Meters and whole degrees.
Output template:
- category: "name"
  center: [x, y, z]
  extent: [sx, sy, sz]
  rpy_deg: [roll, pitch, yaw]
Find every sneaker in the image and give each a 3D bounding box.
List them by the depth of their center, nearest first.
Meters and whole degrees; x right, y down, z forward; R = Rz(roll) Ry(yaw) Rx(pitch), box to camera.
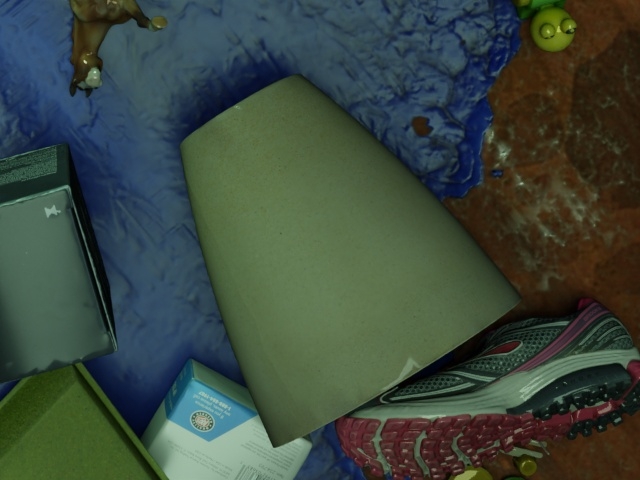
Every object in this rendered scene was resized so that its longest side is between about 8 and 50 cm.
- category: "sneaker"
  center: [0.154, 0.141, 1.757]
  extent: [0.299, 0.112, 0.121]
  rpy_deg: [-12, 147, -15]

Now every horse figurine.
- category: "horse figurine"
  center: [-0.203, -0.262, 1.620]
  extent: [0.066, 0.174, 0.263]
  rpy_deg: [-20, 96, -22]

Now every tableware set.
- category: "tableware set"
  center: [0.140, 0.210, 1.824]
  extent: [0.154, 0.024, 0.104]
  rpy_deg: [13, 104, -11]

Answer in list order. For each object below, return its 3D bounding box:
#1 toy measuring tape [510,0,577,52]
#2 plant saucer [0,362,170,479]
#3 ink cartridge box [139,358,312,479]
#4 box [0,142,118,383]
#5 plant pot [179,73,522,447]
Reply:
- category: "toy measuring tape"
  center: [0.177, -0.324, 1.664]
  extent: [0.121, 0.121, 0.330]
  rpy_deg: [-15, 104, -4]
- category: "plant saucer"
  center: [-0.236, 0.222, 1.721]
  extent: [0.188, 0.045, 0.188]
  rpy_deg: [-46, 67, 12]
- category: "ink cartridge box"
  center: [-0.123, 0.245, 1.768]
  extent: [0.134, 0.078, 0.231]
  rpy_deg: [30, 97, -12]
- category: "box"
  center: [-0.249, 0.015, 1.634]
  extent: [0.108, 0.207, 0.153]
  rpy_deg: [-15, 104, -4]
- category: "plant pot"
  center: [0.000, 0.000, 1.665]
  extent: [0.256, 0.256, 0.274]
  rpy_deg: [-30, 89, 0]
